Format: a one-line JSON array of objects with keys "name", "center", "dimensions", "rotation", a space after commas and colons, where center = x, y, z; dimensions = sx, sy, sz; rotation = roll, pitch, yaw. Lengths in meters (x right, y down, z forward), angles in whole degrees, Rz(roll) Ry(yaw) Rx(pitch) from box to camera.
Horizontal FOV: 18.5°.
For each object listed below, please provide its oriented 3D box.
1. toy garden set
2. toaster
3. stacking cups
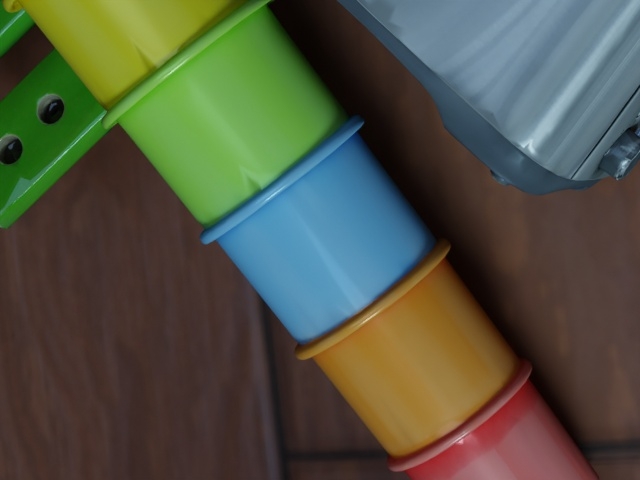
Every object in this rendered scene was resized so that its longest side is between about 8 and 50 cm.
[{"name": "toy garden set", "center": [-0.136, -0.157, 0.920], "dimensions": [0.204, 0.049, 0.244], "rotation": [-43, 68, 9]}, {"name": "toaster", "center": [0.071, -0.136, 0.783], "dimensions": [0.227, 0.129, 0.146], "rotation": [45, 107, 15]}, {"name": "stacking cups", "center": [0.000, 0.000, 0.806], "dimensions": [0.096, 0.096, 0.316], "rotation": [-36, 92, 23]}]
